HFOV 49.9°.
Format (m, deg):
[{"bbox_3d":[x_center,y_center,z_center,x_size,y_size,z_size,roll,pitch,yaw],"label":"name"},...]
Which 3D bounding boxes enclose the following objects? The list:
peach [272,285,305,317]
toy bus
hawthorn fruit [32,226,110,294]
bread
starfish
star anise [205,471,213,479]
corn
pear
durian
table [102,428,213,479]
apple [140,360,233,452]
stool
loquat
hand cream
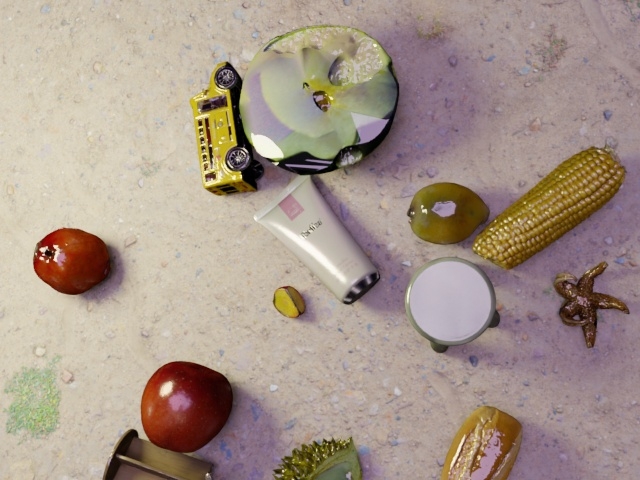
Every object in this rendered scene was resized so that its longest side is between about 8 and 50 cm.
[{"bbox_3d":[-0.074,0.154,1.737,0.083,0.050,0.077,21,109,24],"label":"peach"},{"bbox_3d":[-0.252,-0.291,1.804,0.151,0.145,0.331,-12,79,12],"label":"toy bus"},{"bbox_3d":[-0.663,0.047,1.810,0.185,0.202,0.185,-5,74,18],"label":"hawthorn fruit"},{"bbox_3d":[0.360,0.491,1.546,0.140,0.106,0.236,24,81,19],"label":"bread"},{"bbox_3d":[0.620,0.148,1.573,0.146,0.074,0.189,-10,79,12],"label":"starfish"},{"bbox_3d":[-0.254,0.657,1.628,0.172,0.208,0.063,-47,37,-7],"label":"star anise"},{"bbox_3d":[0.533,-0.068,1.600,0.387,0.144,0.144,-41,75,7],"label":"corn"},{"bbox_3d":[0.008,-0.340,1.744,0.399,0.165,0.398,-2,80,12],"label":"pear"},{"bbox_3d":[-0.033,0.646,1.639,0.198,0.163,0.394,13,87,-25],"label":"durian"},{"bbox_3d":[-0.392,0.578,1.687,0.227,0.167,0.167,16,84,9],"label":"table"},{"bbox_3d":[-0.326,0.398,1.667,0.218,0.218,0.201,14,92,14],"label":"apple"},{"bbox_3d":[0.297,0.146,1.583,0.195,0.199,0.195,-28,77,5],"label":"stool"},{"bbox_3d":[0.304,-0.065,1.648,0.195,0.152,0.152,-2,80,4],"label":"loquat"},{"bbox_3d":[0.000,0.000,1.723,0.185,0.118,0.358,-42,68,2],"label":"hand cream"}]
